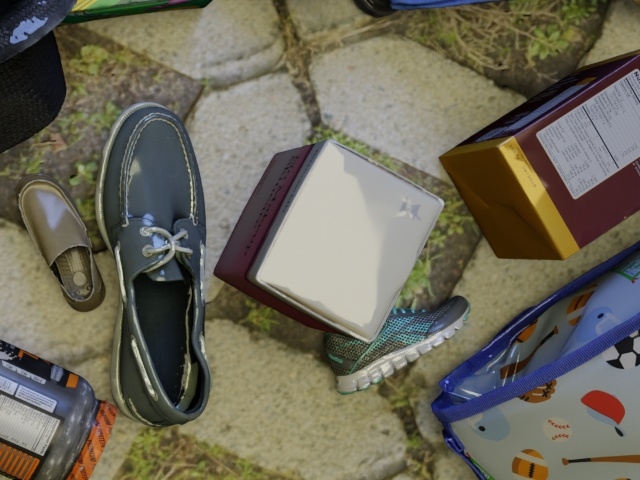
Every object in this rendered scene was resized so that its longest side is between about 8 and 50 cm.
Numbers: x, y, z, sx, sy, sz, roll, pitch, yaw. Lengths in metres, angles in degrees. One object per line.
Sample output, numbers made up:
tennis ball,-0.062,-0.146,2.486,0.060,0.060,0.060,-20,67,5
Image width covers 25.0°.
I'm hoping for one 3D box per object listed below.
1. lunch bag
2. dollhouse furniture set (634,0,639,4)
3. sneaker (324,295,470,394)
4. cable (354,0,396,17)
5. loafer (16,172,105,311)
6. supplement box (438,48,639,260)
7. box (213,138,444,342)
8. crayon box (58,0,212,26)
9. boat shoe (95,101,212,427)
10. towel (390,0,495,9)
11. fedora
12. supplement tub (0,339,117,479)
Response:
lunch bag,0.350,0.184,1.457,0.385,0.239,0.328,-36,99,12
dollhouse furniture set,0.337,-0.404,1.490,0.197,0.151,0.302,16,106,-30
sneaker,0.077,0.091,1.489,0.166,0.065,0.076,-29,92,-13
cable,0.028,-0.378,1.498,0.139,0.072,0.287,-34,110,-25
loafer,-0.251,0.001,1.418,0.056,0.050,0.148,-29,96,-12
supplement box,0.256,-0.085,1.463,0.194,0.191,0.129,-32,97,-11
box,0.000,0.000,1.382,0.126,0.232,0.149,29,83,-12
crayon box,-0.209,-0.359,1.415,0.165,0.081,0.279,-10,92,-13
boat shoe,-0.148,0.024,1.405,0.116,0.099,0.320,-1,92,-32
towel,0.189,-0.390,1.426,0.040,0.243,0.336,22,74,-50
fedora,-0.352,-0.158,1.315,0.334,0.334,0.153,-26,129,-12
supplement tub,-0.298,0.161,1.373,0.190,0.117,0.117,27,84,-12
